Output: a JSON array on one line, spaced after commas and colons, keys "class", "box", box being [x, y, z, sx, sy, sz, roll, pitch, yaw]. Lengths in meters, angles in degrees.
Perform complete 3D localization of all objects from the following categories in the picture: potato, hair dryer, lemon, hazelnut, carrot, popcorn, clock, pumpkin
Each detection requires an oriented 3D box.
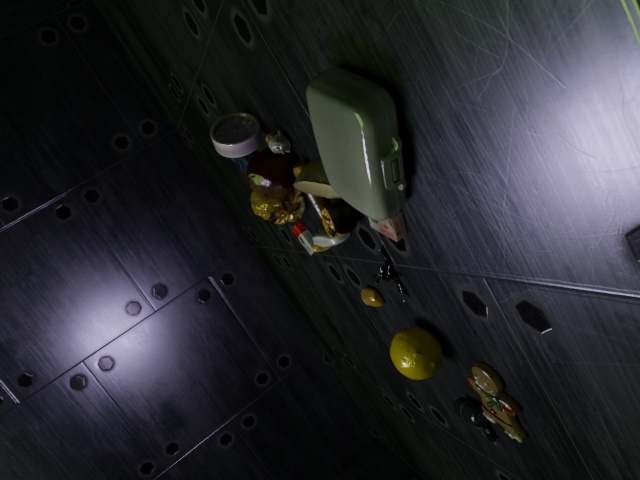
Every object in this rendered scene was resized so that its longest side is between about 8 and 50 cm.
[{"class": "potato", "box": [0.018, -0.204, 1.478, 0.182, 0.117, 0.202, 16, 172, -17]}, {"class": "hair dryer", "box": [0.584, 0.669, 1.719, 0.219, 0.071, 0.124, 52, 167, -14]}, {"class": "lemon", "box": [0.332, 0.392, 1.669, 0.203, 0.178, 0.178, 23, 145, 58]}, {"class": "hazelnut", "box": [-0.181, -0.267, 1.802, 0.208, 0.208, 0.208, 48, 162, 21]}, {"class": "carrot", "box": [-0.021, -0.169, 1.736, 0.070, 0.070, 0.260, 25, 147, 59]}, {"class": "popcorn", "box": [-0.167, -0.154, 1.963, 0.254, 0.191, 0.190, 32, 167, 35]}, {"class": "clock", "box": [-0.329, -0.416, 1.865, 0.197, 0.197, 0.068, 44, 159, 32]}, {"class": "pumpkin", "box": [0.068, -0.074, 1.603, 0.119, 0.108, 0.183, 63, 171, -3]}]

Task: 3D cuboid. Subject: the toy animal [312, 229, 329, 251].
[{"class": "toy animal", "box": [0.000, 0.000, 1.981, 0.114, 0.091, 0.082, 115, 132, -73]}]

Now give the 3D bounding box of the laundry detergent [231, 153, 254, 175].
[{"class": "laundry detergent", "box": [-0.361, -0.378, 2.210, 0.290, 0.094, 0.143, 44, 164, 31]}]

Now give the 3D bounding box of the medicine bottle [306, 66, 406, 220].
[{"class": "medicine bottle", "box": [0.092, -0.231, 1.196, 0.282, 0.123, 0.375, 39, 156, 39]}]

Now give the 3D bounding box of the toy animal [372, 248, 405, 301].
[{"class": "toy animal", "box": [0.233, 0.120, 1.637, 0.108, 0.062, 0.220, -8, 117, 51]}]

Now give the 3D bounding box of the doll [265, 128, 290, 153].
[{"class": "doll", "box": [-0.147, -0.358, 1.717, 0.127, 0.073, 0.084, 42, 128, 43]}]

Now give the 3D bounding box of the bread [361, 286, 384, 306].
[{"class": "bread", "box": [0.203, 0.233, 1.917, 0.082, 0.056, 0.115, 60, 163, -20]}]

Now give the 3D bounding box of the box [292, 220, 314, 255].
[{"class": "box", "box": [-0.068, -0.011, 2.213, 0.152, 0.048, 0.100, 55, 162, 6]}]

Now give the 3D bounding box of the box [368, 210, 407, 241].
[{"class": "box", "box": [0.192, -0.061, 1.396, 0.125, 0.043, 0.089, 34, 153, 49]}]

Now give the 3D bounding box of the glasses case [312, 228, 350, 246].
[{"class": "glasses case", "box": [0.039, -0.016, 1.823, 0.059, 0.092, 0.233, 63, 163, -11]}]

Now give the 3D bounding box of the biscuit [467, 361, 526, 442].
[{"class": "biscuit", "box": [0.550, 0.506, 1.519, 0.197, 0.049, 0.301, 25, 146, 55]}]
